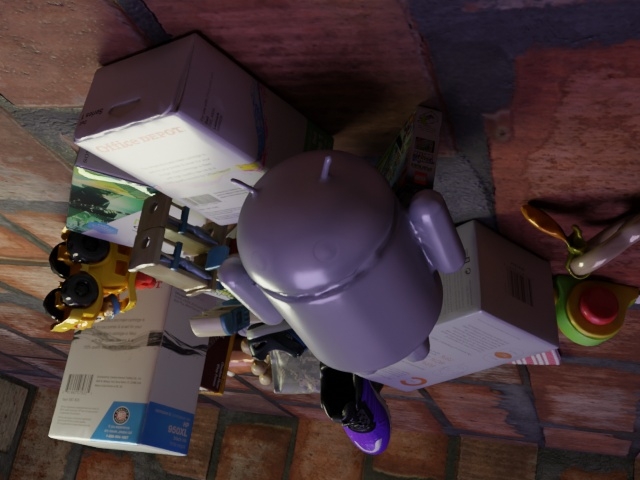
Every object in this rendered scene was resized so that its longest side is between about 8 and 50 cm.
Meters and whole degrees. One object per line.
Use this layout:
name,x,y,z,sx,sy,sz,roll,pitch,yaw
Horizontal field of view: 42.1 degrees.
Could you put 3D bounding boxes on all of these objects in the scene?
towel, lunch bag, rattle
towel,0.464,0.260,1.972,0.197,0.029,0.144,-1,156,21
lunch bag,0.047,0.214,1.814,0.236,0.168,0.287,-2,-167,19
rattle,0.417,-0.044,1.201,0.130,0.142,0.200,-14,160,-39

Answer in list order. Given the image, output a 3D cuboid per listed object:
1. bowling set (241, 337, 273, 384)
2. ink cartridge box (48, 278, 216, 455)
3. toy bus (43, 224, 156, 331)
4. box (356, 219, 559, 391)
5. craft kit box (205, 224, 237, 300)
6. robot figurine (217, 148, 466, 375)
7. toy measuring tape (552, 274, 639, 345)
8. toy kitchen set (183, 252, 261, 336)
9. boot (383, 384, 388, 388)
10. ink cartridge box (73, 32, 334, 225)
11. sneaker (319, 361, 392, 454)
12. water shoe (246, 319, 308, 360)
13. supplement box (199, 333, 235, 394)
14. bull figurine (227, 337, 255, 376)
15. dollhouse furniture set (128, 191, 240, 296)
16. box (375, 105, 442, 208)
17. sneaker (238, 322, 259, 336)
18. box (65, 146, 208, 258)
bowling set,-0.078,0.266,2.050,0.200,0.154,0.287,5,159,15
ink cartridge box,-0.415,0.267,1.878,0.286,0.394,0.166,-4,157,33
toy bus,-0.426,0.081,1.659,0.212,0.220,0.149,16,154,-32
box,0.208,0.129,1.471,0.215,0.168,0.345,26,143,-36
craft kit box,-0.087,0.059,1.594,0.250,0.060,0.247,20,147,-24
robot figurine,0.026,0.028,1.039,0.300,0.199,0.353,-21,134,14
toy measuring tape,0.548,0.144,1.509,0.330,0.121,0.121,11,159,-4
toy kitchen set,-0.150,0.080,1.529,0.122,0.165,0.207,-5,-177,14
boot,0.149,0.310,2.138,0.295,0.104,0.211,23,152,-34
ink cartridge box,-0.148,-0.133,1.103,0.202,0.117,0.278,-8,153,38
sneaker,0.055,0.317,1.601,0.102,0.146,0.293,-9,114,21
water shoe,-0.044,0.188,1.634,0.203,0.080,0.073,-8,179,-15
supplement box,-0.340,0.285,2.166,0.129,0.191,0.194,-3,156,32
bull figurine,-0.200,0.333,2.352,0.311,0.101,0.188,7,161,8
dollhouse furniture set,-0.179,-0.006,1.286,0.184,0.128,0.129,-15,148,40
box,0.108,-0.083,1.123,0.036,0.114,0.207,14,158,-8
sneaker,-0.140,0.111,1.786,0.090,0.094,0.235,10,139,-9
box,-0.317,-0.061,1.452,0.233,0.058,0.322,15,157,-14
